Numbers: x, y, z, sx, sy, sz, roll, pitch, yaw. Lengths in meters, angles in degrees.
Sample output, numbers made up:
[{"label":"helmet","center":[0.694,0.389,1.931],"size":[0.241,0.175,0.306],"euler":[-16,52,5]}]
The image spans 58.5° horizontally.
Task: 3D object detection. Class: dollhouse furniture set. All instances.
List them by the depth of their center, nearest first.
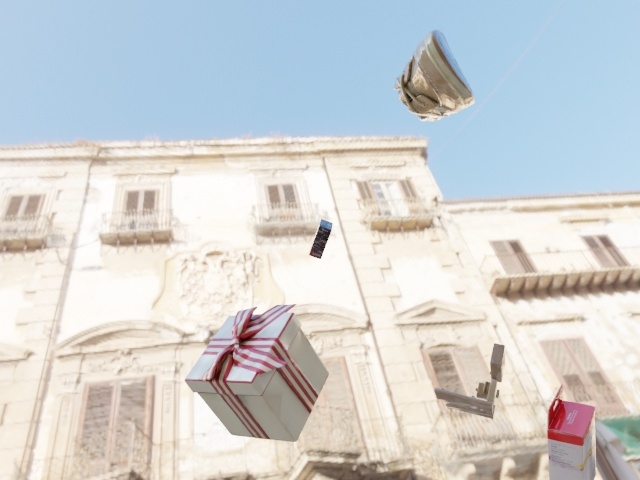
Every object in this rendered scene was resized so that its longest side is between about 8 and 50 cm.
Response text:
[{"label":"dollhouse furniture set","center":[0.344,0.310,1.300],"size":[0.123,0.151,0.144],"euler":[9,-30,23]}]

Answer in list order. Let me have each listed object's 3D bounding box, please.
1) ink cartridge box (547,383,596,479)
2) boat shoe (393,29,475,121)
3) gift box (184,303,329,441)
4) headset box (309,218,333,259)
[{"label":"ink cartridge box","center":[0.575,0.465,1.306],"size":[0.078,0.134,0.231],"euler":[3,-72,36]},{"label":"boat shoe","center":[0.167,-0.230,0.866],"size":[0.098,0.302,0.109],"euler":[-26,-91,15]},{"label":"gift box","center":[-0.137,0.316,1.417],"size":[0.276,0.255,0.258],"euler":[-12,-58,31]},{"label":"headset box","center":[0.000,0.000,1.310],"size":[0.032,0.062,0.083],"euler":[21,-71,-2]}]
